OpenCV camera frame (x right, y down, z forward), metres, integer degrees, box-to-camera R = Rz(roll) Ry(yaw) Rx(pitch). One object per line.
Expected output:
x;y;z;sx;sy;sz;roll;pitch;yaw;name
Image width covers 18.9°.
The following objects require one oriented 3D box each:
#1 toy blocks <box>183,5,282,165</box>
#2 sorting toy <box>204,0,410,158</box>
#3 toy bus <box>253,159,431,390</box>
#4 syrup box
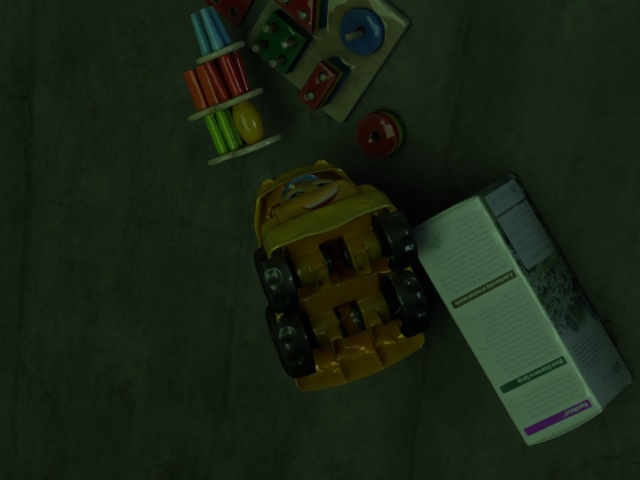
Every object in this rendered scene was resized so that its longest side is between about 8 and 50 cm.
-0.103;-0.156;1.926;0.123;0.054;0.148;-11;102;64;toy blocks
-0.008;-0.207;1.881;0.274;0.046;0.132;42;121;12;sorting toy
0.000;0.000;1.850;0.220;0.149;0.211;77;172;-48;toy bus
0.191;0.065;1.828;0.096;0.093;0.236;-29;91;33;syrup box
